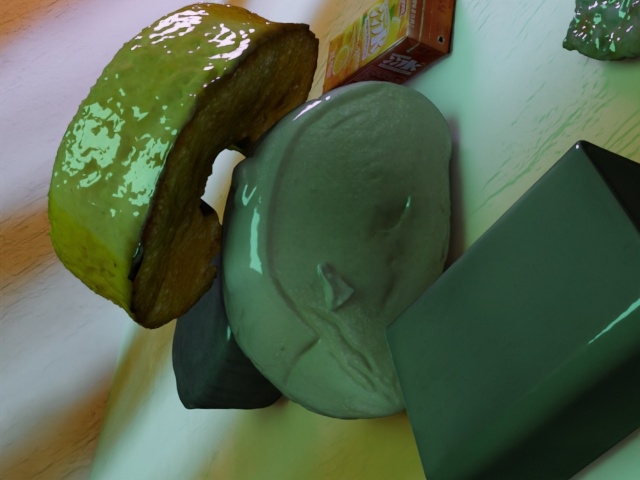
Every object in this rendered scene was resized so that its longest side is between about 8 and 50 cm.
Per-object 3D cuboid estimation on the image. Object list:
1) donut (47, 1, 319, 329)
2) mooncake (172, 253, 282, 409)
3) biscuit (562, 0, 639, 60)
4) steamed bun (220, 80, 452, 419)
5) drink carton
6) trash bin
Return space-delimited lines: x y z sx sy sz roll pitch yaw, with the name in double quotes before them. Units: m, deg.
"donut" -0.175 -0.114 0.829 0.435 0.163 0.377 -62 -7 -5
"mooncake" -0.132 0.137 1.089 0.306 0.154 0.306 -43 41 53
"biscuit" 0.290 -0.233 0.486 0.290 0.038 0.141 125 147 -43
"steamed bun" -0.004 0.003 0.770 0.247 0.236 0.383 151 130 -67
"drink carton" 0.087 -0.263 0.905 0.223 0.071 0.096 -16 62 63
"trash bin" 0.174 0.070 0.501 0.240 0.122 0.164 -54 33 37
